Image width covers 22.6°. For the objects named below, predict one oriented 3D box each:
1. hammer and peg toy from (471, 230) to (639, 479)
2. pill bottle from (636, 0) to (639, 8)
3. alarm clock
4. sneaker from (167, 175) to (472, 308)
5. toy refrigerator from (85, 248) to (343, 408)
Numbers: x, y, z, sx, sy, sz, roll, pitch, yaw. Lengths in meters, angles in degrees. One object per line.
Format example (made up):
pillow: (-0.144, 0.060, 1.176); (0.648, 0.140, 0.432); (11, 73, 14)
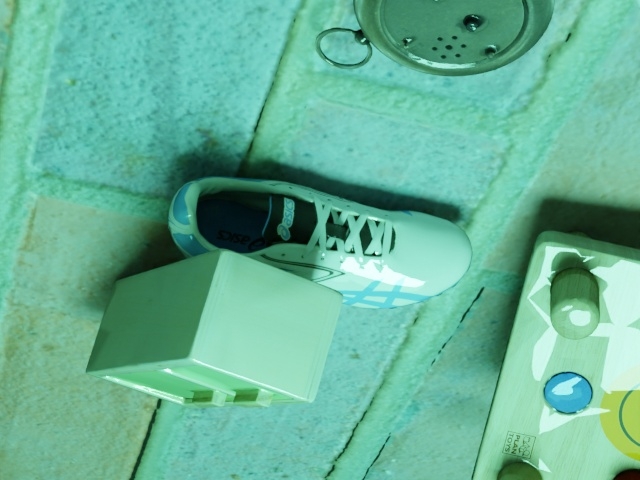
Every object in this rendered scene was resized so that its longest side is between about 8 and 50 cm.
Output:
hammer and peg toy: (0.249, 0.178, 1.279); (0.266, 0.127, 0.361); (13, 117, 2)
pill bottle: (0.320, -0.213, 0.838); (0.323, 0.181, 0.181); (-17, 137, 27)
alarm clock: (0.072, -0.156, 1.044); (0.192, 0.064, 0.129); (-25, 134, 37)
sneaker: (0.000, 0.000, 1.224); (0.237, 0.085, 0.086); (8, 167, -1)
toy refrigerator: (-0.091, 0.079, 1.249); (0.102, 0.094, 0.269); (22, 165, -21)
